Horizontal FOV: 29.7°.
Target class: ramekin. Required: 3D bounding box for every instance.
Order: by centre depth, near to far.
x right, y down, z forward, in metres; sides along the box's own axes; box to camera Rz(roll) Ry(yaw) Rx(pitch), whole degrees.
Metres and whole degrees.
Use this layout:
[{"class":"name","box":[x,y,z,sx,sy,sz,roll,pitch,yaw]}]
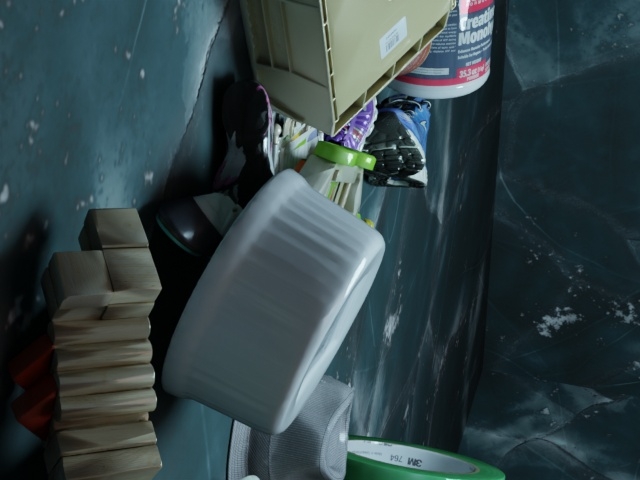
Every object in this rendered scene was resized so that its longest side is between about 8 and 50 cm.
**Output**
[{"class":"ramekin","box":[-0.043,0.074,1.302,0.277,0.135,0.277,-59,172,-13]}]

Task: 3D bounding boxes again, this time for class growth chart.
[{"class":"growth chart","box":[-0.031,-0.097,1.637,0.237,0.021,0.172,-31,128,-71]}]

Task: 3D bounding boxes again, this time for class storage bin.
[{"class":"storage bin","box":[0.038,-0.302,1.412,0.262,0.123,0.260,-46,149,-29]}]

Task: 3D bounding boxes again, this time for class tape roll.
[{"class":"tape roll","box":[0.134,0.384,1.950,0.321,0.321,0.077,14,85,-75]}]

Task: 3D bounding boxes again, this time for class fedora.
[{"class":"fedora","box":[-0.024,0.267,1.676,0.275,0.124,0.244,19,80,-75]}]

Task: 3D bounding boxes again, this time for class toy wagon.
[{"class":"toy wagon","box":[0.000,0.000,1.659,0.344,0.068,0.267,-6,115,-76]}]

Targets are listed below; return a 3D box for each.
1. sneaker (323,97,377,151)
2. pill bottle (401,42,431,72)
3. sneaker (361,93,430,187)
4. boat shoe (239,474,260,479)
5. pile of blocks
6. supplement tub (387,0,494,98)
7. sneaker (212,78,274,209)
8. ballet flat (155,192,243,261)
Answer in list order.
[{"class":"sneaker","box":[0.037,-0.161,1.772,0.071,0.068,0.170,31,69,-68]},{"class":"pill bottle","box":[0.088,-0.300,1.768,0.216,0.121,0.121,-29,126,-72]},{"class":"sneaker","box":[0.116,-0.179,1.991,0.330,0.129,0.147,44,47,-81]},{"class":"boat shoe","box":[-0.063,0.407,1.603,0.109,0.091,0.305,-40,150,-10]},{"class":"pile of blocks","box":[-0.209,0.155,1.004,0.112,0.149,0.362,-2,92,-32]},{"class":"supplement tub","box":[0.187,-0.385,1.956,0.191,0.191,0.272,-60,155,-54]},{"class":"sneaker","box":[-0.078,-0.100,1.373,0.077,0.071,0.178,-72,172,-70]},{"class":"ballet flat","box":[-0.114,-0.018,1.263,0.203,0.074,0.074,47,53,-75]}]
